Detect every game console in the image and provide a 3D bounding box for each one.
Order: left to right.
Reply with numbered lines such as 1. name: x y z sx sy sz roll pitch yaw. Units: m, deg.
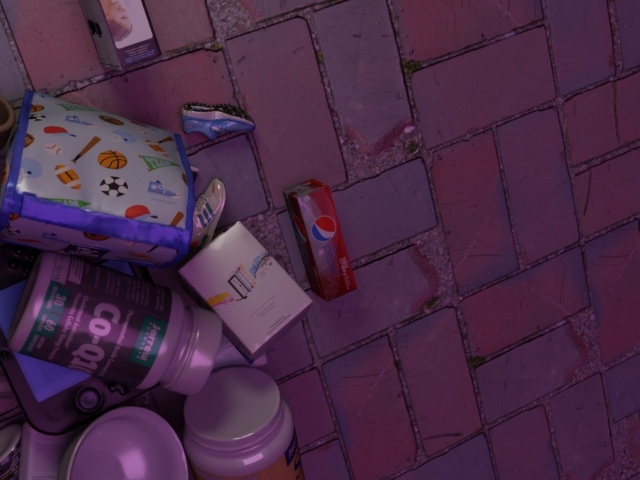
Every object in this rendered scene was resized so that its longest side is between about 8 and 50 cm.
1. game console: -0.485 0.158 1.798 0.342 0.060 0.386 -25 94 -21

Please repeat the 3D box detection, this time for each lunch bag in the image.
1. lunch bag: -0.412 -0.089 1.630 0.328 0.385 0.238 12 108 -22

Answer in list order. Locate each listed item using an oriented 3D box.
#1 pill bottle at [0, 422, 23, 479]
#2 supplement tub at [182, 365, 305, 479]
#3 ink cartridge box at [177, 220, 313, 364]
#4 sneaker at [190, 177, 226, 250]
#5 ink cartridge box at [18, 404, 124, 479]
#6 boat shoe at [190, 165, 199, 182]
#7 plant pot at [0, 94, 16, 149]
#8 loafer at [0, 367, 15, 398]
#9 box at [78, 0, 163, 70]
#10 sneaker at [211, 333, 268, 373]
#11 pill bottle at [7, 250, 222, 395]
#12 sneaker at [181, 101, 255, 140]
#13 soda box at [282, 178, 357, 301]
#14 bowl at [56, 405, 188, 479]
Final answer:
1. pill bottle: -0.593 0.507 1.880 0.130 0.130 0.245 -41 116 -9
2. supplement tub: -0.166 0.460 1.956 0.241 0.241 0.331 -22 131 -18
3. ink cartridge box: -0.160 0.112 1.890 0.168 0.171 0.232 -41 82 -14
4. sneaker: -0.256 -0.060 1.918 0.075 0.057 0.161 14 101 -33
5. ink cartridge box: -0.512 0.433 1.856 0.223 0.045 0.223 18 67 -46
6. boat shoe: -0.314 -0.149 1.876 0.125 0.046 0.038 14 93 -35
7. plant pot: -0.704 -0.165 1.598 0.263 0.263 0.229 16 114 -27
8. loafer: -0.550 0.255 1.856 0.320 0.112 0.111 -8 74 -21
9. box: -0.400 -0.472 1.679 0.087 0.169 0.289 -23 111 -20
10. sneaker: -0.256 0.228 1.993 0.256 0.094 0.151 -12 84 -6
11. pill bottle: -0.385 0.164 1.706 0.361 0.204 0.204 21 95 -21
12. sneaker: -0.217 -0.246 1.894 0.162 0.063 0.073 4 120 -21
13. soda box: 0.000 0.000 2.031 0.084 0.092 0.263 -24 112 -18
14. bowl: -0.420 0.487 1.807 0.298 0.134 0.297 17 68 -47
